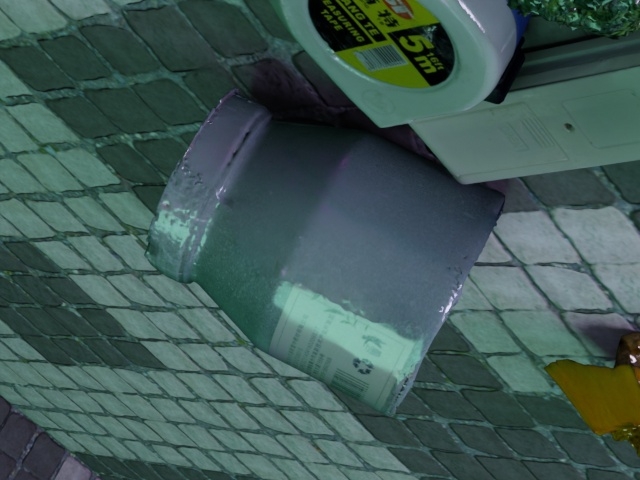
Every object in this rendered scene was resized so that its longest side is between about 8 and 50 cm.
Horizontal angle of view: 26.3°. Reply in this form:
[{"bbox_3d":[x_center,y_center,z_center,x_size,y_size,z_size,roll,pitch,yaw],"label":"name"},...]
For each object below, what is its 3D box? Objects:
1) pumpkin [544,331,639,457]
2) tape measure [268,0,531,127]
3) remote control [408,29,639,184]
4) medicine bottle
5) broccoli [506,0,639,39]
[{"bbox_3d":[0.369,0.195,1.464,0.248,0.126,0.131,58,153,-13],"label":"pumpkin"},{"bbox_3d":[0.016,-0.233,1.066,0.351,0.098,0.215,42,152,-30],"label":"tape measure"},{"bbox_3d":[0.200,-0.112,1.153,0.277,0.056,0.103,-6,137,47],"label":"remote control"},{"bbox_3d":[0.000,0.000,1.334,0.290,0.245,0.245,28,153,5],"label":"medicine bottle"},{"bbox_3d":[0.171,-0.240,0.792,0.270,0.270,0.270,10,180,32],"label":"broccoli"}]
